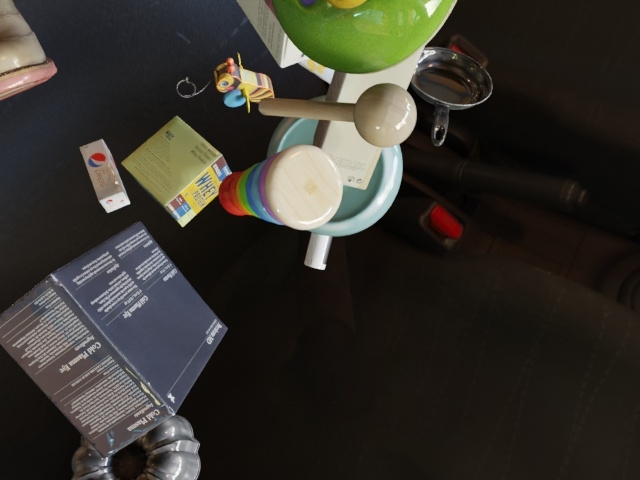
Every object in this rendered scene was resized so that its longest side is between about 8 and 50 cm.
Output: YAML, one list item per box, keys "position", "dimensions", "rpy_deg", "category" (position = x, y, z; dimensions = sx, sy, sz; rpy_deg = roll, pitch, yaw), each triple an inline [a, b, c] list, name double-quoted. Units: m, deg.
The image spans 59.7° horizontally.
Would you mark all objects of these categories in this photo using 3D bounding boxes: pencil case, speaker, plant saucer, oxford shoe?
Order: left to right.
- position: [-0.413, -0.248, 0.670]
  dimensions: [0.122, 0.130, 0.348]
  rpy_deg: [-29, 37, -19]
  category: "oxford shoe"
- position: [-0.010, -0.591, 1.751]
  dimensions: [0.273, 0.113, 0.124]
  rpy_deg: [22, 59, -37]
  category: "pencil case"
- position: [0.000, 0.000, 1.388]
  dimensions: [0.055, 0.055, 0.136]
  rpy_deg: [14, 93, 6]
  category: "speaker"
- position: [0.021, -0.163, 1.243]
  dimensions: [0.317, 0.043, 0.318]
  rpy_deg: [2, 99, 15]
  category: "plant saucer"

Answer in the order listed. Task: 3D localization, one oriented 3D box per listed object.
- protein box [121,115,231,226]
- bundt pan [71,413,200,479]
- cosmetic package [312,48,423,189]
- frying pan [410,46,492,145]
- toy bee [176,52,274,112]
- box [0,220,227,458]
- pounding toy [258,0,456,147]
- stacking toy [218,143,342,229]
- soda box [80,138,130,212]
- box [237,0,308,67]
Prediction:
- position: [-0.388, -0.190, 1.536]
  dimensions: [0.199, 0.136, 0.201]
  rpy_deg: [41, 77, 20]
  category: "protein box"
- position: [-0.479, 0.564, 1.415]
  dimensions: [0.330, 0.124, 0.331]
  rpy_deg: [0, 61, 1]
  category: "bundt pan"
- position: [0.077, -0.266, 0.999]
  dimensions: [0.113, 0.310, 0.160]
  rpy_deg: [14, 40, -10]
  category: "cosmetic package"
- position: [0.284, -0.299, 1.179]
  dimensions: [0.197, 0.053, 0.326]
  rpy_deg: [0, 55, -12]
  category: "frying pan"
- position: [-0.262, -0.484, 1.719]
  dimensions: [0.298, 0.162, 0.195]
  rpy_deg: [-27, 85, -35]
  category: "toy bee"
- position: [-0.385, 0.173, 1.090]
  dimensions: [0.178, 0.343, 0.313]
  rpy_deg: [-35, 99, 15]
  category: "box"
- position: [0.006, -0.203, 0.440]
  dimensions: [0.182, 0.110, 0.237]
  rpy_deg: [19, 109, 28]
  category: "pounding toy"
- position: [-0.099, -0.089, 1.042]
  dimensions: [0.141, 0.330, 0.141]
  rpy_deg: [-1, 91, -30]
  category: "stacking toy"
- position: [-0.640, -0.194, 1.657]
  dimensions: [0.073, 0.069, 0.216]
  rpy_deg: [-24, 65, -10]
  category: "soda box"
- position: [-0.036, -0.361, 0.694]
  dimensions: [0.148, 0.127, 0.232]
  rpy_deg: [-27, 76, -19]
  category: "box"
